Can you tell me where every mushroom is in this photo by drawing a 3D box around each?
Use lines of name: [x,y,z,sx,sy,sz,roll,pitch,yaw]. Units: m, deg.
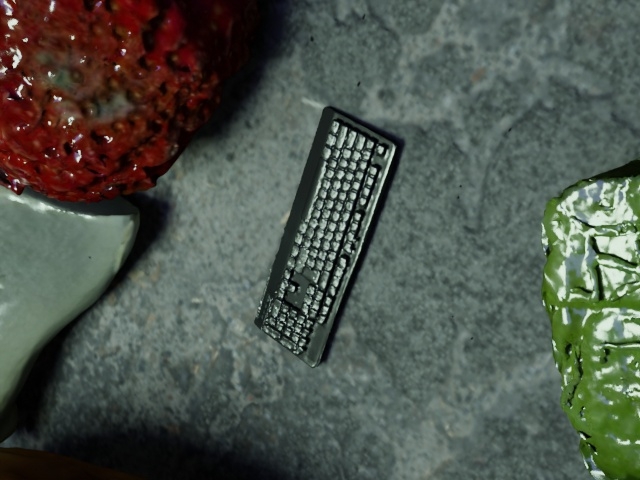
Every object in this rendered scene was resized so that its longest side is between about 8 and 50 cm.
mushroom: [-0.280,0.066,0.965,0.159,0.122,0.329,44,121,27]

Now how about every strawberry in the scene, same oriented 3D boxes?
strawberry: [-0.190,-0.170,0.787,0.274,0.220,0.274,-1,87,23]

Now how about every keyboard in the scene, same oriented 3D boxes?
keyboard: [-0.001,0.000,0.831,0.074,0.015,0.196,31,115,24]

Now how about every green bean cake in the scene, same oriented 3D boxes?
green bean cake: [0.244,0.046,0.624,0.214,0.113,0.200,-4,101,34]

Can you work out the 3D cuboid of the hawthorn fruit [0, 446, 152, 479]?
hawthorn fruit: [-0.241,0.366,0.844,0.471,0.471,0.472,8,105,32]
